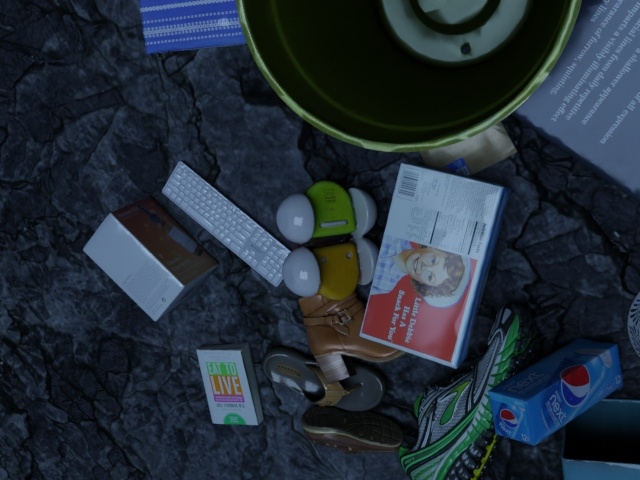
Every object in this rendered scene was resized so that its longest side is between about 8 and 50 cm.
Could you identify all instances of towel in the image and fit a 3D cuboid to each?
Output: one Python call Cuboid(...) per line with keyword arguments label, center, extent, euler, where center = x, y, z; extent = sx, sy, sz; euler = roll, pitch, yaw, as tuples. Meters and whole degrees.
Cuboid(label="towel", center=(-0.186, -0.462, 1.218), extent=(0.243, 0.040, 0.336), euler=(-1, 105, 20))

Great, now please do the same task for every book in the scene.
Cuboid(label="book", center=(-0.160, 0.253, 1.423), extent=(0.096, 0.035, 0.144), euler=(-5, 105, 24))

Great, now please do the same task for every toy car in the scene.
Cuboid(label="toy car", center=(0.000, 0.000, 1.244), extent=(0.136, 0.159, 0.182), euler=(1, 98, 60))

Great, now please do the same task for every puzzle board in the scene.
Cuboid(label="puzzle board", center=(0.210, -0.144, 1.190), extent=(0.128, 0.011, 0.096), euler=(-27, 96, 24))

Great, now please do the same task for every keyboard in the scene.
Cuboid(label="keyboard", center=(-0.153, -0.027, 1.346), extent=(0.256, 0.014, 0.072), euler=(39, 114, 5))

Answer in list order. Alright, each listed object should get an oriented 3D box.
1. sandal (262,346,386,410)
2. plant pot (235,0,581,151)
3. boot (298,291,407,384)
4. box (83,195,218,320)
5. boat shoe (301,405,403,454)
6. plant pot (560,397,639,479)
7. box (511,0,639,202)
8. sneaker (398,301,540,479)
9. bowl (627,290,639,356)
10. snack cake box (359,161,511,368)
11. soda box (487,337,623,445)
Cuboid(label="sandal", center=(-0.001, 0.234, 1.344), extent=(0.219, 0.060, 0.090), euler=(17, 110, 14))
Cuboid(label="plant pot", center=(0.134, -0.317, 0.978), extent=(0.366, 0.353, 0.367), euler=(5, 107, 18))
Cuboid(label="boot", center=(0.068, 0.127, 1.288), extent=(0.197, 0.073, 0.152), euler=(-22, 80, 5))
Cuboid(label="box", center=(-0.279, 0.027, 1.341), extent=(0.170, 0.130, 0.091), euler=(44, 115, 2))
Cuboid(label="boat shoe", center=(0.055, 0.325, 1.355), extent=(0.177, 0.064, 0.060), euler=(6, 125, 22))
Cuboid(label="plant pot", center=(0.445, 0.376, 1.183), extent=(0.165, 0.165, 0.234), euler=(-1, 110, 19))
Cuboid(label="box", center=(0.475, -0.181, 0.979), extent=(0.395, 0.212, 0.294), euler=(37, 113, 7))
Cuboid(label="sneaker", center=(0.219, 0.243, 1.235), extent=(0.146, 0.134, 0.344), euler=(33, 105, 30))
Cuboid(label="bowl", center=(0.519, 0.133, 1.127), extent=(0.170, 0.080, 0.170), euler=(6, 108, 18))
Cuboid(label="snack cake box", center=(0.166, 0.032, 1.170), extent=(0.152, 0.089, 0.265), euler=(16, 98, 19))
Cuboid(label="soda box", center=(0.335, 0.208, 1.140), extent=(0.071, 0.210, 0.067), euler=(4, 111, 54))
